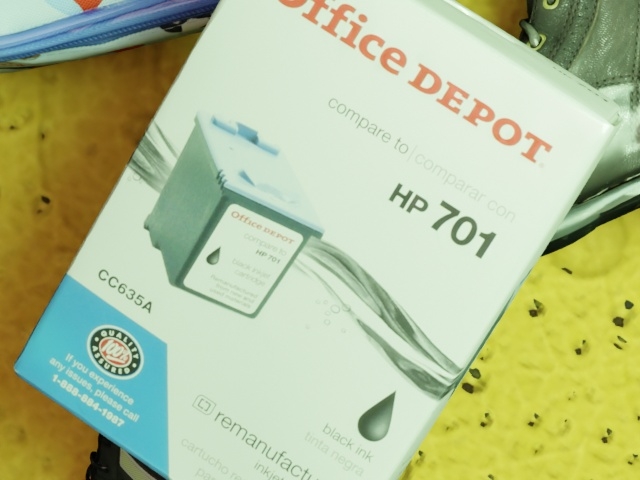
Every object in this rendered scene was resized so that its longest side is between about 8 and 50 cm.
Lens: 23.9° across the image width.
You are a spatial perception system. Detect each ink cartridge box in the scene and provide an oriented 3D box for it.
[{"bbox_3d":[0.000,0.000,0.547,0.139,0.082,0.191,33,105,8],"label":"ink cartridge box"}]

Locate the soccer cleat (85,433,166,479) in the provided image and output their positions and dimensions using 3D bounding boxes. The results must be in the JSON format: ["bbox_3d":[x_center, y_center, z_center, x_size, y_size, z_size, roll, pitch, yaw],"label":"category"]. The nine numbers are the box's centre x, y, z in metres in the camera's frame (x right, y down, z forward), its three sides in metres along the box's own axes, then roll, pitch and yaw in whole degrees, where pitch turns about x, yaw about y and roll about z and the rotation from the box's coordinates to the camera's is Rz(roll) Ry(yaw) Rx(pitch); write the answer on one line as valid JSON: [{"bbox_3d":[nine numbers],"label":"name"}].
[{"bbox_3d":[-0.074,0.092,0.645,0.072,0.060,0.179,-11,92,12],"label":"soccer cleat"}]

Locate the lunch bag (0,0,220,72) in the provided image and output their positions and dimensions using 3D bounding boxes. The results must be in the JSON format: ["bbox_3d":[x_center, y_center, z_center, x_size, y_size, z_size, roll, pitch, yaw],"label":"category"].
[{"bbox_3d":[-0.091,-0.230,0.610,0.243,0.115,0.303,-15,93,-2],"label":"lunch bag"}]

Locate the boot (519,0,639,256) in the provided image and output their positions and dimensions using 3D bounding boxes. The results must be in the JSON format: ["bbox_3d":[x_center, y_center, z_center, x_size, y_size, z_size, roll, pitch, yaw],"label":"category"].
[{"bbox_3d":[0.098,-0.111,0.636,0.262,0.091,0.229,-10,85,-1],"label":"boot"}]
